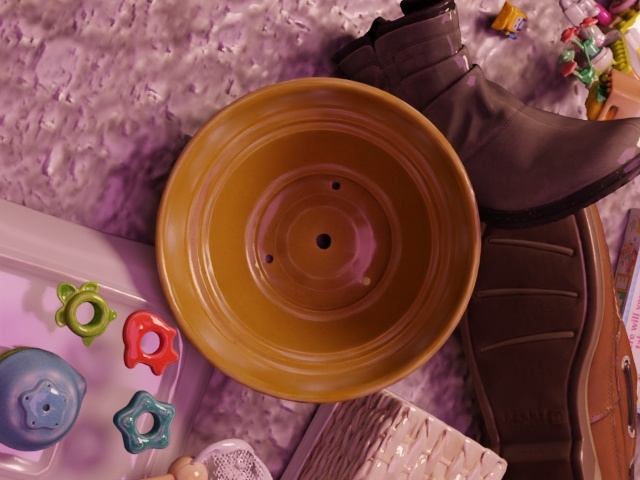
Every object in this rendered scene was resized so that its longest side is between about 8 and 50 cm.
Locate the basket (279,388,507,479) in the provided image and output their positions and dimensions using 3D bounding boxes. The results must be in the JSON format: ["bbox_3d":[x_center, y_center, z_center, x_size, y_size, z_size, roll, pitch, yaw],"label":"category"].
[{"bbox_3d":[0.040,0.192,1.377,0.113,0.103,0.167,31,81,-23],"label":"basket"}]

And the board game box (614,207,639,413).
[{"bbox_3d":[0.272,0.061,1.507,0.103,0.026,0.154,15,89,-24],"label":"board game box"}]

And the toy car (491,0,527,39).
[{"bbox_3d":[0.148,-0.109,1.427,0.040,0.060,0.122,10,98,-55],"label":"toy car"}]

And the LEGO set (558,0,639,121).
[{"bbox_3d":[0.216,-0.177,1.408,0.107,0.132,0.287,49,53,-14],"label":"LEGO set"}]

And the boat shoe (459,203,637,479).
[{"bbox_3d":[0.175,0.095,1.434,0.104,0.110,0.307,-11,102,-56],"label":"boat shoe"}]

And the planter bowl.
[{"bbox_3d":[0.000,0.000,1.334,0.217,0.090,0.217,0,90,3],"label":"planter bowl"}]

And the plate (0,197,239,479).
[{"bbox_3d":[-0.208,0.116,1.297,0.277,0.045,0.278,19,87,-24],"label":"plate"}]

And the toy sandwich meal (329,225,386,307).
[{"bbox_3d":[0.041,0.022,1.406,0.085,0.029,0.086,-3,98,-21],"label":"toy sandwich meal"}]

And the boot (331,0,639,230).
[{"bbox_3d":[0.107,-0.091,1.303,0.083,0.246,0.161,-35,105,-36],"label":"boot"}]

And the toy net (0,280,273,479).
[{"bbox_3d":[-0.109,0.125,1.294,0.232,0.045,0.122,36,78,-23],"label":"toy net"}]
